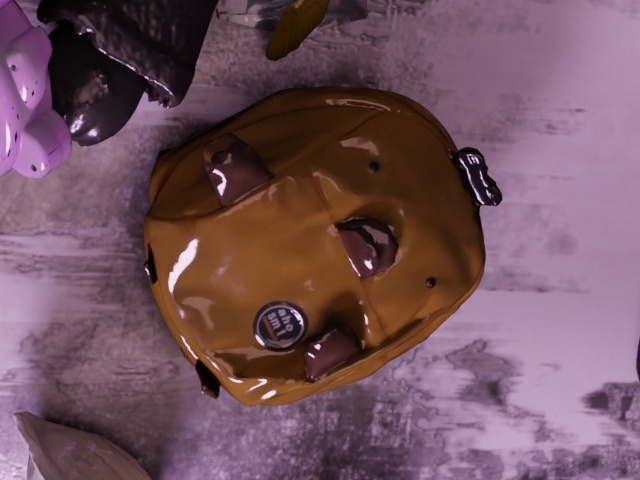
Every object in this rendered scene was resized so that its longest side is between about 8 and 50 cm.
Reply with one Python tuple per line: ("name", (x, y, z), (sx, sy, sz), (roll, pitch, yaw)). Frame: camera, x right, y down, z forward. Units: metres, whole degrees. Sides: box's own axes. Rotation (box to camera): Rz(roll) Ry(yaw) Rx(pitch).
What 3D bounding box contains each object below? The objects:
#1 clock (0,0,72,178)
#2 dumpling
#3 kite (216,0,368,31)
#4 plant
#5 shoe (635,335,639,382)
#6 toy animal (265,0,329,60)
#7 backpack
("clock", (-0.360, -0.174, 1.736), (0.090, 0.227, 0.248), (-45, 123, -43))
("dumpling", (-0.245, 0.289, 1.901), (0.131, 0.179, 0.252), (-30, 111, -1))
("kite", (-0.035, -0.371, 1.876), (0.169, 0.015, 0.310), (-7, 106, -13))
("plant", (-0.200, -0.213, 1.806), (0.164, 0.142, 0.256), (35, 89, -22))
("shoe", (0.446, 0.090, 2.092), (0.112, 0.099, 0.228), (2, 108, -23))
("toy animal", (0.000, -0.285, 1.859), (0.219, 0.095, 0.155), (-30, 119, 29))
("backpack", (-0.002, -0.004, 1.884), (0.378, 0.201, 0.353), (-30, 114, -3))
